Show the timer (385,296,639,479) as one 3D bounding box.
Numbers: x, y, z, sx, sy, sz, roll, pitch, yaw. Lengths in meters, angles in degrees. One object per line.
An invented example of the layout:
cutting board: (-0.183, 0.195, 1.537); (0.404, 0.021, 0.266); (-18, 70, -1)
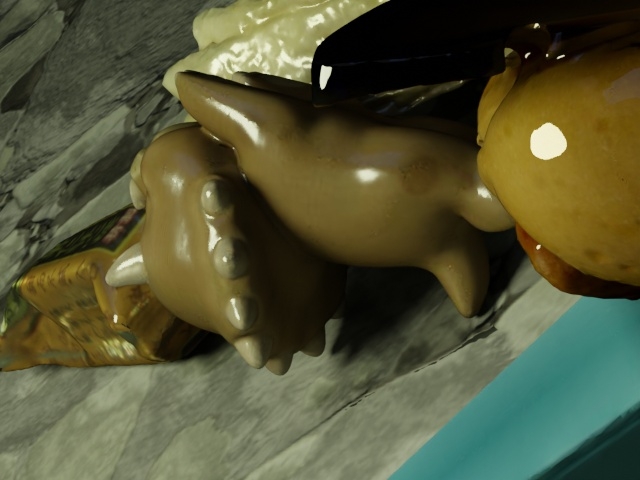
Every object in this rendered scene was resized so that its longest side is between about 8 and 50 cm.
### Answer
timer: (0.104, 0.159, 0.730); (0.250, 0.232, 0.091); (-38, 26, 11)

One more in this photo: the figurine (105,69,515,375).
figurine: (-0.003, -0.001, 1.200); (0.177, 0.247, 0.173); (-60, -18, -80)

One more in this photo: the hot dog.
hot dog: (0.173, -0.042, 0.635); (0.326, 0.107, 0.194); (-4, 18, 27)

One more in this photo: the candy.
candy: (-0.155, 0.037, 1.427); (0.143, 0.101, 0.271); (-50, 21, -25)

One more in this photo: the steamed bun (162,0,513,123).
steamed bun: (0.083, -0.208, 1.328); (0.428, 0.189, 0.247); (-23, 7, 30)
